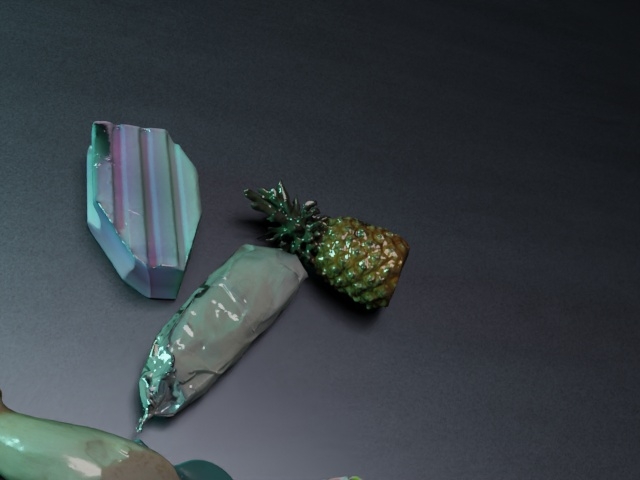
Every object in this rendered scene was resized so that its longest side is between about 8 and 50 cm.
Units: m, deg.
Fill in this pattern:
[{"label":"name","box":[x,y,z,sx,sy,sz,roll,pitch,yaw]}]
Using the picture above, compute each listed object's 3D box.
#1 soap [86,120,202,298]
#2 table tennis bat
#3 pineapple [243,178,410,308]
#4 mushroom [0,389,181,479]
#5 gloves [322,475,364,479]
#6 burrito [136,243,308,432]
[{"label":"soap","box":[-0.316,-0.057,1.449,0.192,0.109,0.324,4,52,-23]},{"label":"table tennis bat","box":[-0.209,0.369,1.214,0.201,0.033,0.124,37,45,2]},{"label":"pineapple","box":[0.000,0.000,1.540,0.340,0.169,0.169,26,47,6]},{"label":"mushroom","box":[-0.359,0.311,1.130,0.350,0.128,0.128,25,47,0]},{"label":"gloves","box":[0.068,0.438,1.236,0.241,0.126,0.145,1,49,-16]},{"label":"burrito","box":[-0.178,0.146,1.357,0.139,0.101,0.445,49,48,-6]}]
